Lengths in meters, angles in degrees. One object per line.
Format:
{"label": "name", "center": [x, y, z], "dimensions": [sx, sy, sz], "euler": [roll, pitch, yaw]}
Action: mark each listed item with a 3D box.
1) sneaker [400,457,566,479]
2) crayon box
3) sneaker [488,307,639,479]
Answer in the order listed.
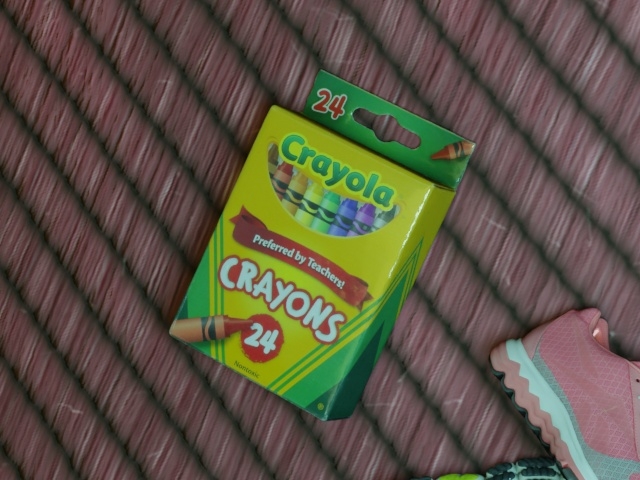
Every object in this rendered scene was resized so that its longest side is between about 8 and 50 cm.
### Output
{"label": "sneaker", "center": [0.174, 0.286, 1.808], "dimensions": [0.275, 0.107, 0.110], "euler": [-7, 119, 15]}
{"label": "crayon box", "center": [0.000, 0.000, 1.885], "dimensions": [0.202, 0.081, 0.318], "euler": [27, 97, 21]}
{"label": "sneaker", "center": [0.278, 0.177, 1.709], "dimensions": [0.136, 0.116, 0.314], "euler": [-35, 49, 3]}
